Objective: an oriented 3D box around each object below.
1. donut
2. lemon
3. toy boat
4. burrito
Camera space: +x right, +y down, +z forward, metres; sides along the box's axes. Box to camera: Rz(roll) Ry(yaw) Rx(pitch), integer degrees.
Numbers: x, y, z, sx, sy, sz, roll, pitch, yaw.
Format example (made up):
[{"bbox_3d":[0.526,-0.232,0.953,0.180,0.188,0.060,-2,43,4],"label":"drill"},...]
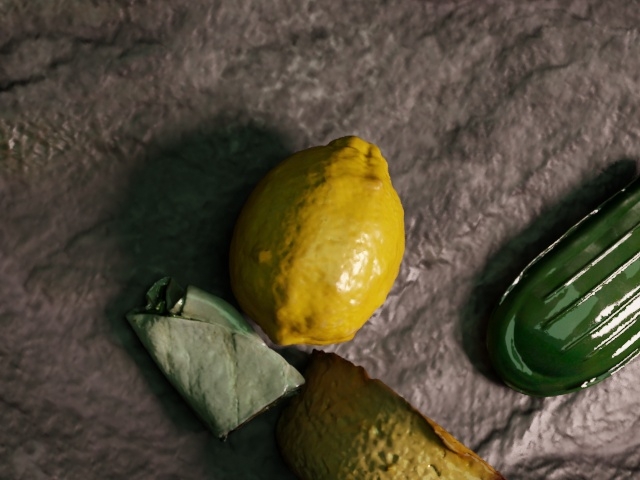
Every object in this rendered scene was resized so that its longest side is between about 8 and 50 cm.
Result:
[{"bbox_3d":[0.062,0.169,1.284,0.217,0.141,0.085,41,81,-7],"label":"donut"},{"bbox_3d":[0.000,0.000,1.279,0.114,0.114,0.155,26,73,-15],"label":"lemon"},{"bbox_3d":[0.206,0.033,1.381,0.210,0.052,0.104,-37,100,-17],"label":"toy boat"},{"bbox_3d":[-0.072,0.073,1.282,0.074,0.044,0.118,-39,87,8],"label":"burrito"}]
